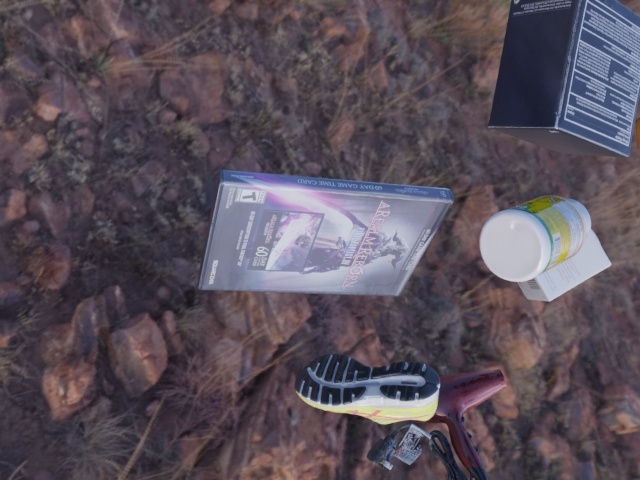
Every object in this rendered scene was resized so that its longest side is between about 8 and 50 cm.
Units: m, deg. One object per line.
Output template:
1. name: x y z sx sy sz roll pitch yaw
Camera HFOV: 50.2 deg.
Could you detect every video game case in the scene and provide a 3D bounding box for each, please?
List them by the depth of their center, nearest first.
1. video game case: 0.000 0.000 0.833 0.274 0.196 0.026 4 49 -16

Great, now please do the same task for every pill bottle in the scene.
1. pill bottle: 0.362 -0.011 1.125 0.208 0.118 0.117 -17 83 -44

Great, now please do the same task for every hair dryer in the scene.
1. hair dryer: 0.247 0.349 1.249 0.293 0.224 0.080 -51 152 -23

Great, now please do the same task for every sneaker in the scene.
1. sneaker: 0.064 0.217 0.942 0.094 0.209 0.081 69 32 -43

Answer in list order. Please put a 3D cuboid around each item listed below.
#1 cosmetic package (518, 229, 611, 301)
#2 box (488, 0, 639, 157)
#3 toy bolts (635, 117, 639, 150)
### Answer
1. cosmetic package: 0.578 0.041 1.694 0.184 0.151 0.151 -29 89 -5
2. box: 0.534 -0.350 1.457 0.296 0.183 0.293 9 91 -39
3. toy bolts: 0.544 -0.103 0.928 0.218 0.159 0.228 -20 94 -57
